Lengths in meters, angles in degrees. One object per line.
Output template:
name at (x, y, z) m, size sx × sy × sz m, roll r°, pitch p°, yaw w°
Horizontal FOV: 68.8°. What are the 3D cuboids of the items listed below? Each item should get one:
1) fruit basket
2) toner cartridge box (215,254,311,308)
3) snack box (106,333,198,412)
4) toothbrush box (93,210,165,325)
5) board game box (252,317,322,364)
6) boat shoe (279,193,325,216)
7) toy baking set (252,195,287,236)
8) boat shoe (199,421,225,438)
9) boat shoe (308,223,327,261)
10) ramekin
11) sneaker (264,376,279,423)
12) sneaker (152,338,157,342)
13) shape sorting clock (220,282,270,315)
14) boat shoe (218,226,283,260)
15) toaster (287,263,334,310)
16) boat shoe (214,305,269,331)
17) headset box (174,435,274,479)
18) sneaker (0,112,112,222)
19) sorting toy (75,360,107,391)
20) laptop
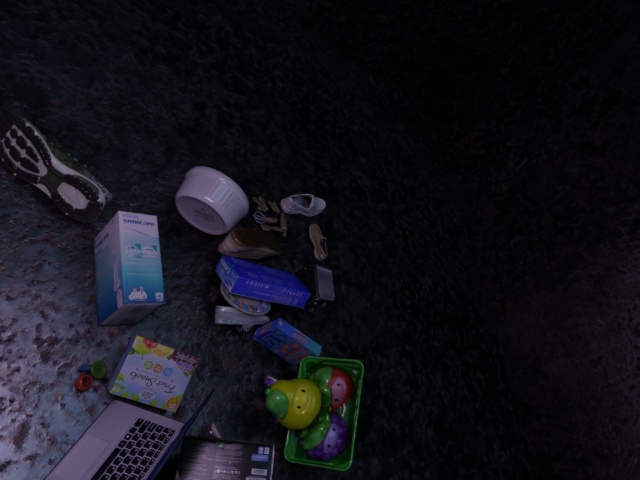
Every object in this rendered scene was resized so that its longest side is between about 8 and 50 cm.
fruit basket at (-0.011, 0.578, 1.616) m, size 0.392 × 0.283 × 0.391 m, roll -1°, pitch 90°, yaw -68°
toner cartridge box at (-0.216, 0.162, 1.799) m, size 0.348 × 0.075 × 0.165 m, roll 19°, pitch 14°, yaw -40°
snack box at (-0.500, 0.398, 1.403) m, size 0.207 × 0.070 × 0.174 m, roll 31°, pitch 70°, yaw -27°
toothbrush box at (-0.593, 0.089, 1.436) m, size 0.126 × 0.216 × 0.295 m, roll 7°, pitch 60°, yaw -43°
board game box at (-0.125, 0.384, 1.758) m, size 0.210 × 0.160 × 0.047 m, roll 38°, pitch 45°, yaw -21°
boat shoe at (-0.061, -0.175, 2.226) m, size 0.277 × 0.096 × 0.098 m, roll -7°, pitch 70°, yaw -47°
toy baking set at (-0.219, -0.096, 2.026) m, size 0.197 × 0.030 × 0.256 m, roll 31°, pitch 29°, yaw -34°
boat shoe at (-0.312, 0.678, 1.479) m, size 0.065 × 0.075 × 0.205 m, roll -29°, pitch 93°, yaw -7°
boat shoe at (0.000, 0.000, 2.194) m, size 0.068 × 0.072 × 0.189 m, roll 4°, pitch 63°, yaw -44°
ramekin at (-0.410, -0.135, 1.733) m, size 0.273 × 0.273 × 0.127 m, roll 41°, pitch 55°, yaw -19°
sneaker at (-0.164, 0.572, 1.675) m, size 0.071 × 0.068 × 0.169 m, roll -15°, pitch 77°, yaw -43°
sneaker at (-0.504, 0.361, 1.489) m, size 0.119 × 0.047 × 0.057 m, roll 49°, pitch 29°, yaw -12°
shape sorting clock at (-0.278, 0.207, 1.753) m, size 0.206 × 0.040 × 0.206 m, roll 27°, pitch 16°, yaw -9°
boat shoe at (-0.276, 0.019, 1.882) m, size 0.341 × 0.110 × 0.121 m, roll 14°, pitch 43°, yaw -60°
toaster at (-0.041, 0.195, 1.961) m, size 0.110 × 0.168 × 0.185 m, roll 17°, pitch 55°, yaw -41°
boat shoe at (-0.292, 0.295, 1.725) m, size 0.228 × 0.079 × 0.081 m, roll 20°, pitch 77°, yaw -38°
headset box at (-0.270, 0.655, 1.312) m, size 0.247 × 0.283 × 0.131 m, roll 9°, pitch 54°, yaw -6°
sneaker at (-0.837, -0.230, 1.494) m, size 0.410 × 0.158 × 0.182 m, roll 48°, pitch 10°, yaw -9°
sorting toy at (-0.660, 0.381, 1.325) m, size 0.061 × 0.042 × 0.102 m, roll 64°, pitch 26°, yaw -16°
laptop at (-0.491, 0.512, 1.083) m, size 0.382 × 0.409 × 0.236 m, roll -56°, pitch 148°, yaw -48°
